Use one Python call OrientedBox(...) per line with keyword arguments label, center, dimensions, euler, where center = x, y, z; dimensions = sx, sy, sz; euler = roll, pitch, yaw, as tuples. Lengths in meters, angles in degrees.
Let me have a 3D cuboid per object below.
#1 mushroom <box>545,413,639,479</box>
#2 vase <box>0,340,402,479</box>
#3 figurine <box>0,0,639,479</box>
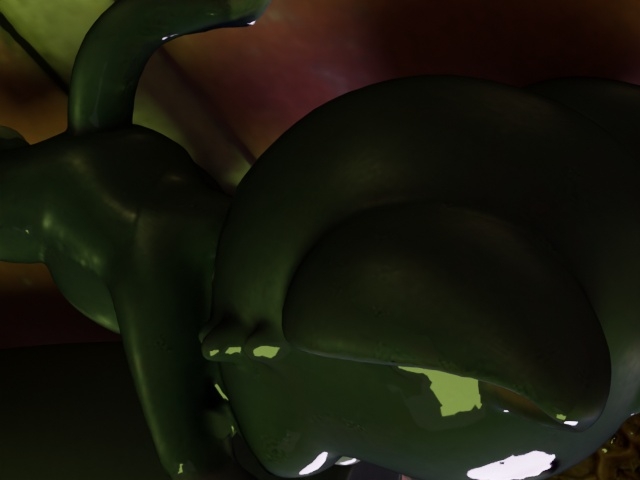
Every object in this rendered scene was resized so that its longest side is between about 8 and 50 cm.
OrientedBox(label="mushroom", center=(0.108, 0.096, 0.600), dimensions=(0.085, 0.109, 0.126), euler=(-29, 140, 35))
OrientedBox(label="vase", center=(-0.140, 0.106, 0.648), dimensions=(0.321, 0.173, 0.173), euler=(10, 141, 13))
OrientedBox(label="figurine", center=(-0.002, -0.005, 0.499), dimensions=(0.265, 0.193, 0.140), euler=(30, 122, 27))
